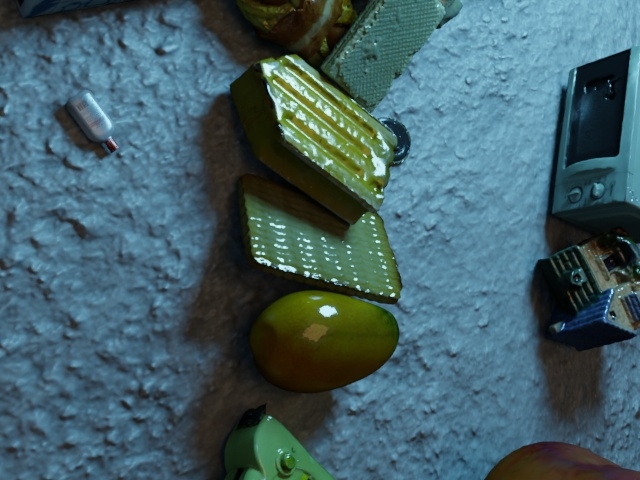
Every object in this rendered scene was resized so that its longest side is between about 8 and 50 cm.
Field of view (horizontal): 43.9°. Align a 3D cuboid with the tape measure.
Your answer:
[{"bbox_3d":[-0.058,0.348,1.042,0.200,0.106,0.175,49,47,-19],"label":"tape measure"}]

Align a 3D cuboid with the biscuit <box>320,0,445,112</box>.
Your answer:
[{"bbox_3d":[0.097,-0.300,1.182,0.199,0.040,0.121,-53,133,1],"label":"biscuit"}]

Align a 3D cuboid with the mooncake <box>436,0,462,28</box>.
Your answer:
[{"bbox_3d":[0.162,-0.403,1.281,0.073,0.130,0.125,-41,109,4],"label":"mooncake"}]

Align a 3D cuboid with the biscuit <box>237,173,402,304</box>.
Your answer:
[{"bbox_3d":[0.000,0.000,1.132,0.254,0.029,0.172,16,43,-29],"label":"biscuit"}]

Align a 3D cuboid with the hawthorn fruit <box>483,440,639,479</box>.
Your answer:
[{"bbox_3d":[0.387,0.532,1.102,0.471,0.471,0.472,5,80,-32],"label":"hawthorn fruit"}]

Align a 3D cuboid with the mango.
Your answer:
[{"bbox_3d":[0.005,0.141,1.089,0.221,0.152,0.120,11,38,-37],"label":"mango"}]

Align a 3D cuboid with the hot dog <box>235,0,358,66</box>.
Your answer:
[{"bbox_3d":[-0.028,-0.332,1.147,0.261,0.093,0.123,23,113,-31],"label":"hot dog"}]

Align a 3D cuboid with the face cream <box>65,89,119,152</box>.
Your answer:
[{"bbox_3d":[-0.288,-0.150,1.016,0.040,0.021,0.083,-42,105,-30],"label":"face cream"}]

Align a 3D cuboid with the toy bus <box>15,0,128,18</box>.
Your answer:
[{"bbox_3d":[-0.258,-0.380,1.022,0.297,0.106,0.131,-21,96,-31],"label":"toy bus"}]

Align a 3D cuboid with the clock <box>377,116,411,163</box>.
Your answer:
[{"bbox_3d":[0.112,-0.163,1.279,0.083,0.010,0.074,21,73,-29],"label":"clock"}]

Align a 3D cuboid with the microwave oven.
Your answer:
[{"bbox_3d":[0.564,-0.163,1.465,0.237,0.181,0.295,20,73,-31],"label":"microwave oven"}]

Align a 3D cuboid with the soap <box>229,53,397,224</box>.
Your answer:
[{"bbox_3d":[-0.013,-0.157,1.142,0.257,0.080,0.160,35,49,-22],"label":"soap"}]

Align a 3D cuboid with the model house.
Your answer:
[{"bbox_3d":[0.474,0.094,1.389,0.172,0.166,0.183,-20,83,-29],"label":"model house"}]
